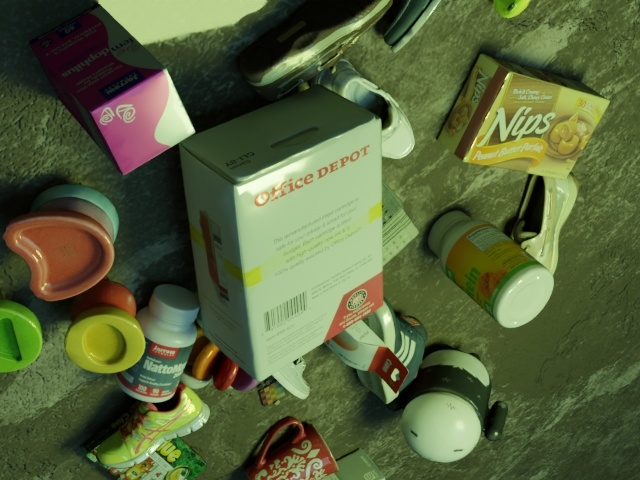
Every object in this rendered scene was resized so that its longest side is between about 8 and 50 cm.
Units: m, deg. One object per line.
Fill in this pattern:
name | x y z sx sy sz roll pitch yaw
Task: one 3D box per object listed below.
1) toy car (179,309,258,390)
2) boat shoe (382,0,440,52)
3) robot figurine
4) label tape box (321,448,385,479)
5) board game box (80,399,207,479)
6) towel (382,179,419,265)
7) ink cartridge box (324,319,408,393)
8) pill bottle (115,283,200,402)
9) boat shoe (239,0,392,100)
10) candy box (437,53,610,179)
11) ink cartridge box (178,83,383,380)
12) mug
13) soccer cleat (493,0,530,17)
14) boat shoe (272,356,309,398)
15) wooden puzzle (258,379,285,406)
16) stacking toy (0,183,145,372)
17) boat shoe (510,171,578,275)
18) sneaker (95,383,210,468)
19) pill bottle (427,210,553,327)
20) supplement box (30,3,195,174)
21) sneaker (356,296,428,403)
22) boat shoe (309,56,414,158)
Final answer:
toy car | -0.158 0.206 1.804 0.182 0.136 0.159 8 116 -42
boat shoe | 0.177 -0.447 1.611 0.099 0.116 0.319 32 112 -4
robot figurine | 0.269 0.346 2.182 0.209 0.278 0.173 -21 112 28
label tape box | -0.025 0.646 2.283 0.348 0.115 0.249 -21 133 -21
board game box | -0.322 0.403 1.912 0.136 0.030 0.259 -41 138 -8
towel | 0.000 0.000 1.844 0.324 0.056 0.312 -41 135 -1
ink cartridge box | 0.081 0.216 1.942 0.045 0.179 0.145 -36 163 -21
pill bottle | -0.267 0.169 1.711 0.108 0.108 0.180 2 120 -40
boat shoe | 0.001 -0.304 1.568 0.257 0.095 0.095 -30 140 1
candy box | 0.387 -0.227 1.934 0.316 0.087 0.183 6 118 -41
ink cartridge box | -0.051 -0.016 1.618 0.279 0.160 0.384 -27 134 -29
mug | -0.072 0.455 2.120 0.169 0.150 0.113 -30 173 -10
soccer cleat | 0.366 -0.504 1.695 0.121 0.093 0.289 -13 130 -36
boat shoe | -0.062 0.242 1.973 0.063 0.066 0.184 -42 129 -2
wooden puzzle | -0.096 0.300 2.027 0.049 0.006 0.083 -28 136 -18
stacking toy | -0.418 0.056 1.540 0.280 0.130 0.309 -7 128 -2
boat shoe | 0.441 -0.008 2.144 0.098 0.109 0.302 1 115 -33
sneaker | -0.302 0.314 1.781 0.208 0.081 0.094 -30 125 -11
pill bottle | 0.319 0.046 1.977 0.136 0.246 0.136 -21 133 -24
supplement box | -0.271 -0.199 1.328 0.111 0.220 0.114 -33 137 -14
sneaker | 0.141 0.180 2.033 0.148 0.131 0.350 -39 151 -19
boat shoe | 0.087 -0.201 1.707 0.098 0.096 0.277 -51 139 5
